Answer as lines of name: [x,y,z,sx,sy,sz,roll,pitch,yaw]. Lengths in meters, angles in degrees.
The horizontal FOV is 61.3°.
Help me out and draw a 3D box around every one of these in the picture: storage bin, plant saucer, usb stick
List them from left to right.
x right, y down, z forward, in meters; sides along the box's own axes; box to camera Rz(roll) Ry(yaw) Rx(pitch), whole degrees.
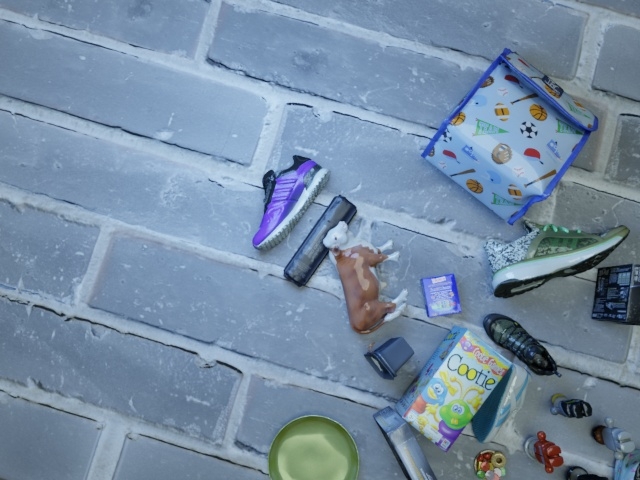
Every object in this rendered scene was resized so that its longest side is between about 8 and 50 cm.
plant saucer: [-0.018,0.581,1.427,0.241,0.037,0.241,0,84,0]
usb stick: [0.000,0.000,1.487,0.077,0.045,0.278,35,85,-5]
storage bin: [0.180,0.298,1.418,0.091,0.135,0.098,-38,85,-15]

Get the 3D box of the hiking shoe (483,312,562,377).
hiking shoe: [0.535,0.271,1.423,0.227,0.114,0.086,38,85,4]

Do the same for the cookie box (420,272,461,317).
cookie box: [0.328,0.149,1.473,0.091,0.040,0.107,-9,84,-1]

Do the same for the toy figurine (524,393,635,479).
toy figurine: [0.661,0.524,1.388,0.213,0.148,0.209,32,79,5]

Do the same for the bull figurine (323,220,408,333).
bull figurine: [0.122,0.089,1.439,0.188,0.101,0.310,-13,97,-3]

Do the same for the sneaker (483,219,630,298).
sneaker: [0.625,0.005,1.450,0.410,0.158,0.182,-17,67,-7]

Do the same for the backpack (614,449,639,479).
backpack: [0.826,0.636,1.385,0.152,0.115,0.182,9,83,-11]

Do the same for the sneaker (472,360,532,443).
sneaker: [0.480,0.433,1.420,0.092,0.087,0.229,24,94,-21]

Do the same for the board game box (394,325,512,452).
board game box: [0.338,0.375,1.397,0.142,0.144,0.275,38,86,3]

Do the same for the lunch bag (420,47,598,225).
lunch bag: [0.522,-0.301,1.434,0.328,0.239,0.385,41,69,5]

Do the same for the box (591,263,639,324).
box: [0.793,0.143,1.405,0.077,0.180,0.147,10,83,2]

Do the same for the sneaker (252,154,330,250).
sneaker: [-0.113,-0.112,1.477,0.146,0.102,0.293,37,80,8]

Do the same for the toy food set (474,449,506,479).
toy food set: [0.451,0.600,1.434,0.083,0.020,0.083,7,84,0]

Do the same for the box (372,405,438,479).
box: [0.211,0.521,1.337,0.056,0.231,0.183,-28,85,-6]
